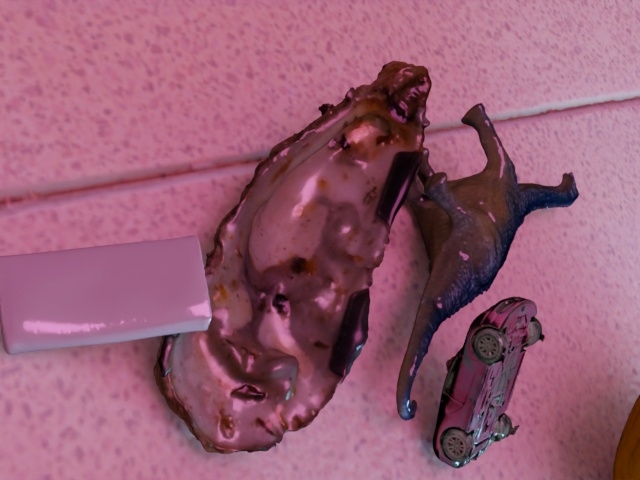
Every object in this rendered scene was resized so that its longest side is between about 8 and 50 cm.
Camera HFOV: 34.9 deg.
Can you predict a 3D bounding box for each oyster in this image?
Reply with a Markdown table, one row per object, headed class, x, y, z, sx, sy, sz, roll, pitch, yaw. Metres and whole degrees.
| class | x | y | z | sx | sy | sz | roll | pitch | yaw |
| --- | --- | --- | --- | --- | --- | --- | --- | --- | --- |
| oyster | -0.002 | -0.001 | 0.723 | 0.128 | 0.078 | 0.345 | 33 | 61 | -7 |

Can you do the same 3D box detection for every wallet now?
| class | x | y | z | sx | sy | sz | roll | pitch | yaw |
| --- | --- | --- | --- | --- | --- | --- | --- | --- | --- |
| wallet | -0.130 | 0.032 | 0.610 | 0.122 | 0.025 | 0.061 | -6 | 75 | -17 |

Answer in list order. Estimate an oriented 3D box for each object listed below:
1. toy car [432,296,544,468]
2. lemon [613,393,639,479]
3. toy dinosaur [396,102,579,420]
| class | x | y | z | sx | sy | sz | roll | pitch | yaw |
| --- | --- | --- | --- | --- | --- | --- | --- | --- | --- |
| toy car | 0.121 | 0.104 | 0.764 | 0.069 | 0.055 | 0.142 | -10 | 120 | -52 |
| lemon | 0.405 | 0.215 | 0.816 | 0.336 | 0.336 | 0.336 | 18 | 60 | -34 |
| toy dinosaur | 0.123 | -0.013 | 0.844 | 0.147 | 0.076 | 0.363 | 56 | 43 | -12 |
